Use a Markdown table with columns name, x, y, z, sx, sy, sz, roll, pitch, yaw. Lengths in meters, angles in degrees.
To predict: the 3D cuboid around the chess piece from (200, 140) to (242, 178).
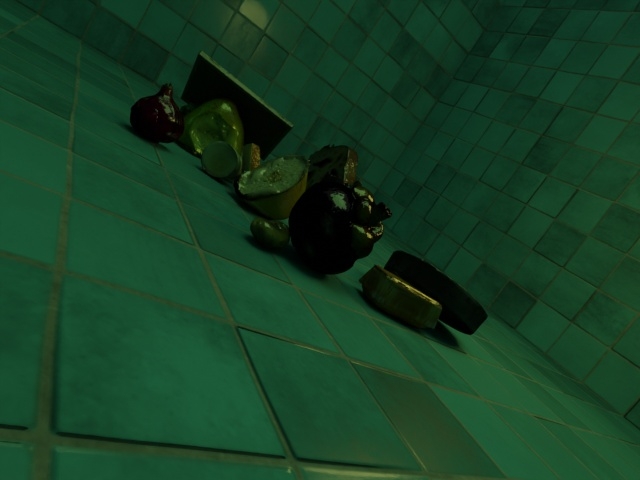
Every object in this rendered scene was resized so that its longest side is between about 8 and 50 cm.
| name | x | y | z | sx | sy | sz | roll | pitch | yaw |
| --- | --- | --- | --- | --- | --- | --- | --- | --- | --- |
| chess piece | -0.339 | -0.279 | 1.656 | 0.133 | 0.133 | 0.243 | 34 | 3 | 3 |

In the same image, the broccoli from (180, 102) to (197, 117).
| name | x | y | z | sx | sy | sz | roll | pitch | yaw |
| --- | --- | --- | --- | --- | --- | --- | --- | --- | --- |
| broccoli | -0.542 | -0.490 | 1.900 | 0.195 | 0.195 | 0.156 | -70 | 146 | -80 |

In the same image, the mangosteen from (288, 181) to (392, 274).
| name | x | y | z | sx | sy | sz | roll | pitch | yaw |
| --- | --- | --- | --- | --- | --- | --- | --- | --- | --- |
| mangosteen | 0.047 | -0.049 | 1.257 | 0.233 | 0.287 | 0.287 | 43 | 8 | -13 |

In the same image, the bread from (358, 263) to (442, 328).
| name | x | y | z | sx | sy | sz | roll | pitch | yaw |
| --- | --- | --- | --- | --- | --- | --- | --- | --- | --- |
| bread | 0.239 | 0.173 | 1.346 | 0.241 | 0.107 | 0.136 | 30 | 8 | -21 |

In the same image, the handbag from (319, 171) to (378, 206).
| name | x | y | z | sx | sy | sz | roll | pitch | yaw |
| --- | --- | --- | --- | --- | --- | --- | --- | --- | --- |
| handbag | 0.101 | -0.129 | 1.865 | 0.325 | 0.269 | 0.118 | 24 | 16 | -44 |

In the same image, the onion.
| name | x | y | z | sx | sy | sz | roll | pitch | yaw |
| --- | --- | --- | --- | --- | --- | --- | --- | --- | --- |
| onion | -0.533 | -0.420 | 1.465 | 0.173 | 0.198 | 0.135 | 16 | 16 | 4 |

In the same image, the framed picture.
| name | x | y | z | sx | sy | sz | roll | pitch | yaw |
| --- | --- | --- | --- | --- | --- | --- | --- | --- | --- |
| framed picture | -0.351 | -0.537 | 1.861 | 0.446 | 0.028 | 0.326 | 36 | -29 | -16 |

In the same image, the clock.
| name | x | y | z | sx | sy | sz | roll | pitch | yaw |
| --- | --- | --- | --- | --- | --- | --- | --- | --- | --- |
| clock | 0.384 | 0.181 | 1.548 | 0.386 | 0.076 | 0.386 | 39 | -7 | 6 |

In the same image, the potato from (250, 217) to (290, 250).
| name | x | y | z | sx | sy | sz | roll | pitch | yaw |
| --- | --- | --- | --- | --- | --- | --- | --- | --- | --- |
| potato | -0.132 | -0.017 | 1.176 | 0.091 | 0.070 | 0.138 | 41 | 14 | 27 |

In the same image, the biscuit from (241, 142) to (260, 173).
| name | x | y | z | sx | sy | sz | roll | pitch | yaw |
| --- | --- | --- | --- | --- | --- | --- | --- | --- | --- |
| biscuit | -0.250 | -0.246 | 1.586 | 0.056 | 0.188 | 0.052 | -6 | -13 | 38 |

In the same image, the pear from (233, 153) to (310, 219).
| name | x | y | z | sx | sy | sz | roll | pitch | yaw |
| --- | --- | --- | --- | --- | --- | --- | --- | --- | --- |
| pear | -0.137 | -0.155 | 1.508 | 0.267 | 0.266 | 0.178 | 48 | -19 | 54 |

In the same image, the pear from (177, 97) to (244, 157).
| name | x | y | z | sx | sy | sz | roll | pitch | yaw |
| --- | --- | --- | --- | --- | --- | --- | --- | --- | --- |
| pear | -0.405 | -0.431 | 1.783 | 0.292 | 0.293 | 0.159 | 29 | 2 | -25 |

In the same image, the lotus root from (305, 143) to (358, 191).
| name | x | y | z | sx | sy | sz | roll | pitch | yaw |
| --- | --- | --- | --- | --- | --- | --- | --- | --- | --- |
| lotus root | 0.029 | -0.268 | 2.063 | 0.111 | 0.375 | 0.391 | 21 | 27 | -34 |
